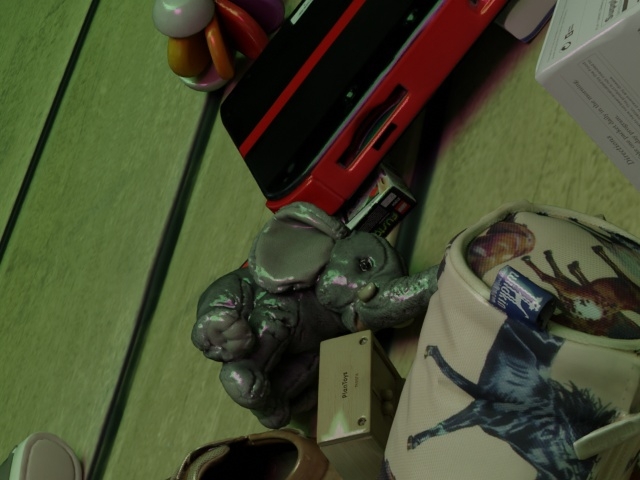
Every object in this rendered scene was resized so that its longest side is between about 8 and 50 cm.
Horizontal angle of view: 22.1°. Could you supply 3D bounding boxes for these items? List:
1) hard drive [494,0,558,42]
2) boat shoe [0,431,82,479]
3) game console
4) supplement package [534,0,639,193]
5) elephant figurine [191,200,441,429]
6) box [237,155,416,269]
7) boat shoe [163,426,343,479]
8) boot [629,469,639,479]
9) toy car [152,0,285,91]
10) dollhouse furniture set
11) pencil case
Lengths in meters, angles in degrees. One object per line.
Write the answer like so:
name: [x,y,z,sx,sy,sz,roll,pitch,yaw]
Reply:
hard drive: [0.197,-0.340,1.687,0.210,0.040,0.318,-52,30,7]
boat shoe: [-0.328,0.340,1.713,0.091,0.109,0.305,-34,30,33]
game console: [0.050,-0.213,1.699,0.386,0.060,0.342,-51,24,10]
supplement package: [0.288,-0.098,1.064,0.145,0.262,0.204,-32,21,34]
elephant figurine: [0.009,0.049,1.501,0.239,0.186,0.169,-40,-10,6]
box: [0.000,0.000,1.642,0.207,0.036,0.114,-47,31,15]
boat shoe: [-0.077,0.222,1.455,0.324,0.116,0.123,-22,44,44]
boot: [0.287,0.069,0.994,0.295,0.211,0.104,-11,8,40]
toy car: [-0.113,-0.274,1.988,0.136,0.159,0.182,8,62,19]
dollhouse furniture set: [0.141,0.134,1.259,0.242,0.161,0.212,-15,45,19]
pencil case: [0.110,0.190,1.042,0.183,0.160,0.410,-127,47,-57]
